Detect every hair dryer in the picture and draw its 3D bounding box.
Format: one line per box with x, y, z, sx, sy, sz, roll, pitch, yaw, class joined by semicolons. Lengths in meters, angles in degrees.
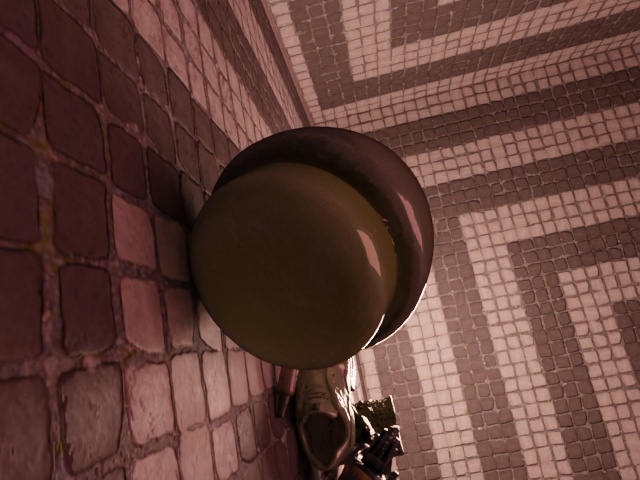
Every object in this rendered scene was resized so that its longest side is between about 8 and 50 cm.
-0.038;0.232;0.884;0.195;0.054;0.220;26;55;-47;hair dryer

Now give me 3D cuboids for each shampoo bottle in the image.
0.000;0.000;0.646;0.317;0.322;0.322;-41;121;-59;shampoo bottle

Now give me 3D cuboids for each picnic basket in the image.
0.140;0.568;1.374;0.134;0.196;0.154;-38;115;-82;picnic basket

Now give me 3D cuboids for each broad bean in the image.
0.069;0.477;1.199;0.061;0.077;0.339;42;-12;-15;broad bean

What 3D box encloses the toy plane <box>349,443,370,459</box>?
0.112;0.616;1.184;0.251;0.101;0.255;-126;-144;-51;toy plane

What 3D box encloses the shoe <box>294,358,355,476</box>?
0.006;0.325;0.969;0.210;0.132;0.342;56;25;-79;shoe

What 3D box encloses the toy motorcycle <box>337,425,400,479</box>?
0.090;0.522;0.970;0.173;0.108;0.307;-33;146;-43;toy motorcycle

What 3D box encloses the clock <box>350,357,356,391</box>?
0.020;0.276;1.315;0.338;0.102;0.338;-13;90;-84;clock
